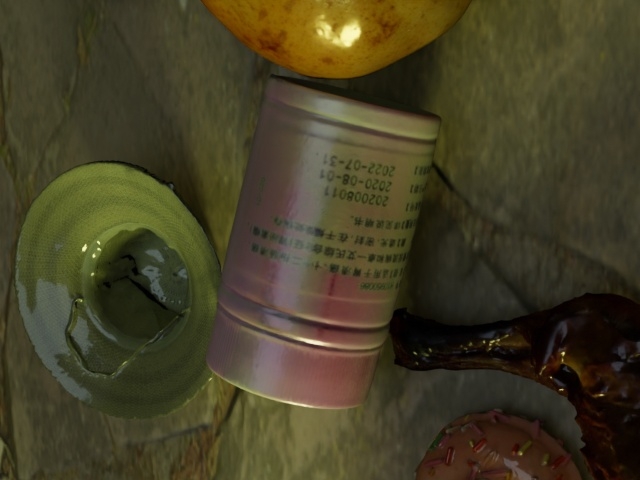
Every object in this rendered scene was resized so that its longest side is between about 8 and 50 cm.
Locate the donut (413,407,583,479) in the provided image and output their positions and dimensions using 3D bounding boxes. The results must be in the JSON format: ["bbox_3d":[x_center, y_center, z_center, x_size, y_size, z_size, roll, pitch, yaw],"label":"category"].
[{"bbox_3d":[0.159,0.202,1.080,0.166,0.065,0.117,31,113,25],"label":"donut"}]

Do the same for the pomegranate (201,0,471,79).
[{"bbox_3d":[0.012,-0.258,1.009,0.264,0.264,0.264,5,100,33],"label":"pomegranate"}]

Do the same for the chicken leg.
[{"bbox_3d":[0.215,0.121,1.006,0.407,0.096,0.158,29,88,43],"label":"chicken leg"}]

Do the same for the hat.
[{"bbox_3d":[-0.167,0.038,1.247,0.252,0.110,0.252,6,103,26],"label":"hat"}]

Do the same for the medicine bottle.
[{"bbox_3d":[0.000,0.000,1.090,0.152,0.152,0.254,20,102,30],"label":"medicine bottle"}]
